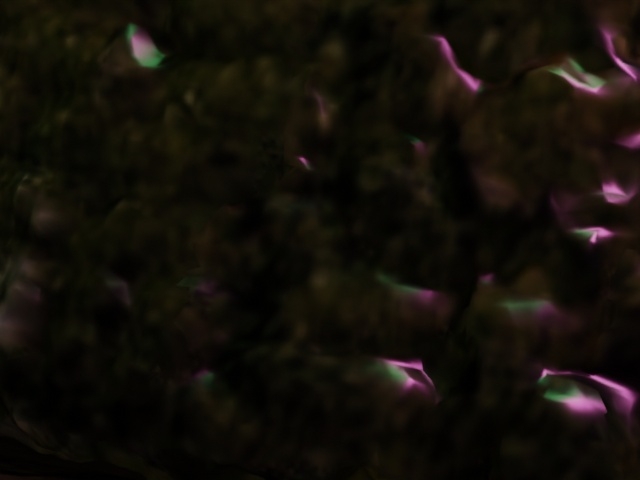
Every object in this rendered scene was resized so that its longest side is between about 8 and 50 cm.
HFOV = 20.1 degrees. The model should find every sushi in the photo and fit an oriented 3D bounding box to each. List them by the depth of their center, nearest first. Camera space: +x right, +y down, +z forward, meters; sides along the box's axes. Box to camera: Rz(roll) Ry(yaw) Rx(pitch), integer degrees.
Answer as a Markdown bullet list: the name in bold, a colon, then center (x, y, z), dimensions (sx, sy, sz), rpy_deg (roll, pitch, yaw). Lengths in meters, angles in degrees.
- **sushi**: center (0.000, 0.000, 0.605), dimensions (0.352, 0.178, 0.294), rpy_deg (8, -5, 29)
